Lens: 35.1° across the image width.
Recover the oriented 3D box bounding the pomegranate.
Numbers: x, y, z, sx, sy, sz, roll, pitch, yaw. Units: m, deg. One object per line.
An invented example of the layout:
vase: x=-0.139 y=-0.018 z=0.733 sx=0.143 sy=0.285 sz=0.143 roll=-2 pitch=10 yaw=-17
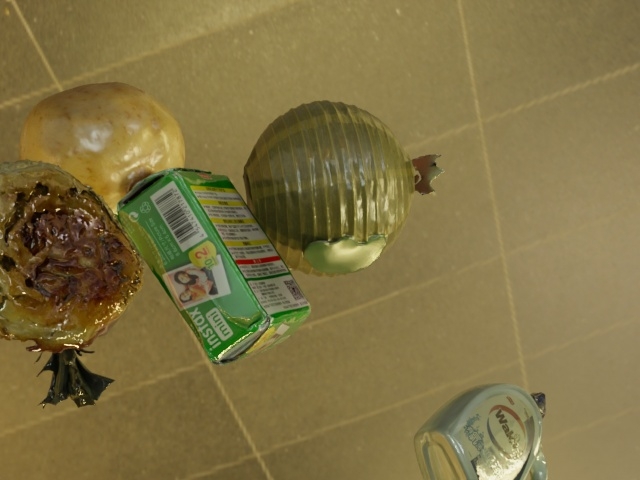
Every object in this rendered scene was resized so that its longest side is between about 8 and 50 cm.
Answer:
pomegranate: x=-0.386 y=-0.149 z=1.791 sx=0.307 sy=0.307 sz=0.307 roll=-9 pitch=133 yaw=-10

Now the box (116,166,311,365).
box: x=-0.130 y=0.030 z=1.282 sx=0.103 sy=0.250 sz=0.180 roll=-36 pitch=169 yaw=17

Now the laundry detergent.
laundry detergent: x=0.284 y=0.331 z=1.613 sx=0.280 sy=0.215 sz=0.105 roll=-21 pitch=179 yaw=-44

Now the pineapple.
pineapple: x=-0.408 y=0.134 z=1.616 sx=0.130 sy=0.277 sz=0.119 roll=-17 pitch=159 yaw=4

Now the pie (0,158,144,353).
pie: x=-0.373 y=0.012 z=1.397 sx=0.085 sy=0.308 sz=0.308 roll=-25 pitch=139 yaw=39

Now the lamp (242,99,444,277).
lamp: x=0.033 y=-0.078 z=1.414 sx=0.284 sy=0.250 sz=0.250 roll=-11 pitch=133 yaw=-8
